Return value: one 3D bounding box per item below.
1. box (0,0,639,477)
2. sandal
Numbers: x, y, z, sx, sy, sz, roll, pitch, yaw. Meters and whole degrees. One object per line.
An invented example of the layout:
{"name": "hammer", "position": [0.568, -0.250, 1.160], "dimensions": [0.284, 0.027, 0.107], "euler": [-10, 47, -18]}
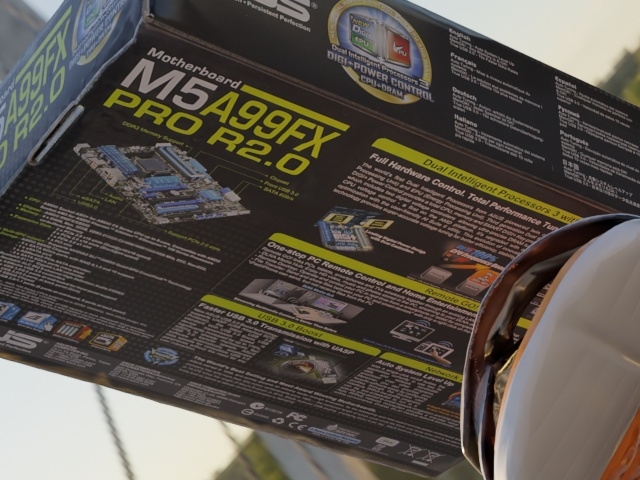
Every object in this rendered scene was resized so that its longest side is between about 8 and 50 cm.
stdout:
{"name": "box", "position": [0.000, 0.000, 0.614], "dimensions": [0.216, 0.270, 0.060], "euler": [-41, 39, 44]}
{"name": "sandal", "position": [0.093, 0.053, 0.520], "dimensions": [0.102, 0.076, 0.265], "euler": [-58, -29, -1]}
